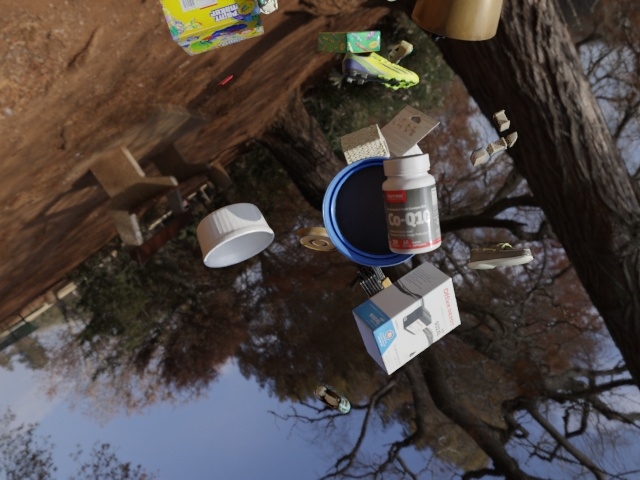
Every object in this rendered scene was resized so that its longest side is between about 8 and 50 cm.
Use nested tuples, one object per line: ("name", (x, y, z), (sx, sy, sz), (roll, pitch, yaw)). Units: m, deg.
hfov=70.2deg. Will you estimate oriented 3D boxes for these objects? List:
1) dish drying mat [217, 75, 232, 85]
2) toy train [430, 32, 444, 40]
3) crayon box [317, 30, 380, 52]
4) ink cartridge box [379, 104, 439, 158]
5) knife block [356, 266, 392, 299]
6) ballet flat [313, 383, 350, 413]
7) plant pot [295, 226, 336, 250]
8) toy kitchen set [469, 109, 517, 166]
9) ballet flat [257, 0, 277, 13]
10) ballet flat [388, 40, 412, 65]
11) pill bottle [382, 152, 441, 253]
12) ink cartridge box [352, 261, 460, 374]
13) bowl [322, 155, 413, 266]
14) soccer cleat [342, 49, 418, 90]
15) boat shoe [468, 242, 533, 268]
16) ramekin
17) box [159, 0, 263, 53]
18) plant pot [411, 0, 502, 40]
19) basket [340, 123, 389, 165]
("dish drying mat", (-0.414, -0.695, 1.982), (0.032, 0.008, 0.083), (-1, -139, 31))
("toy train", (0.382, -0.601, 1.268), (0.158, 0.036, 0.027), (-19, -159, 11))
("crayon box", (0.119, -0.875, 2.004), (0.165, 0.081, 0.278), (-14, -152, -22))
("ink cartridge box", (0.355, -0.442, 1.970), (0.261, 0.066, 0.296), (-40, -146, 7))
("knife block", (0.273, 0.221, 1.987), (0.088, 0.276, 0.242), (-31, -135, 26))
("ballet flat", (0.028, 0.574, 1.681), (0.188, 0.070, 0.070), (10, -139, 46))
("plant pot", (0.000, 0.000, 2.089), (0.236, 0.236, 0.032), (-17, -121, 47))
("toy kitchen set", (0.772, -0.471, 2.100), (0.207, 0.166, 0.122), (-25, 169, 9))
("ballet flat", (-0.224, -0.959, 1.816), (0.095, 0.096, 0.280), (-21, -158, 16))
("ballet flat", (0.382, -0.931, 2.277), (0.080, 0.073, 0.232), (-61, -167, -13))
("pill bottle", (0.274, -0.114, 1.392), (0.161, 0.283, 0.161), (-9, -168, 2))
("ink cartridge box", (0.284, 0.248, 1.473), (0.307, 0.223, 0.129), (-31, -144, -13))
("bowl", (0.204, -0.102, 1.617), (0.391, 0.391, 0.077), (-27, -177, 18))
("soccer cleat", (0.218, -0.612, 1.618), (0.289, 0.121, 0.093), (4, 173, -14))
("boat shoe", (0.718, 0.057, 1.841), (0.109, 0.091, 0.305), (11, 167, -23))
("ramekin", (-0.324, -0.023, 1.702), (0.277, 0.135, 0.277), (-23, 163, -7))
("box", (-0.357, -0.773, 1.529), (0.290, 0.177, 0.279), (-17, -167, 0))
("plant pot", (0.383, -0.694, 1.187), (0.237, 0.254, 0.237), (4, -135, -4))
("basket", (0.169, -0.363, 1.765), (0.167, 0.103, 0.113), (-18, -131, 13))
